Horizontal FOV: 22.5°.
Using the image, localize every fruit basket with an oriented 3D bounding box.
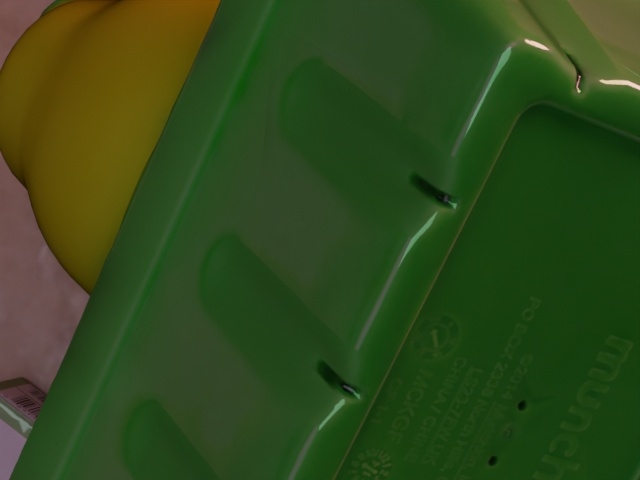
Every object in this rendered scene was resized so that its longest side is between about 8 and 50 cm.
[{"bbox_3d":[0.000,0.000,0.762,0.283,0.392,0.392,18,93,-27],"label":"fruit basket"}]

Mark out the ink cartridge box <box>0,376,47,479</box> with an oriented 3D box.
[{"bbox_3d":[-0.171,0.217,0.863,0.171,0.056,0.235,36,97,10],"label":"ink cartridge box"}]
